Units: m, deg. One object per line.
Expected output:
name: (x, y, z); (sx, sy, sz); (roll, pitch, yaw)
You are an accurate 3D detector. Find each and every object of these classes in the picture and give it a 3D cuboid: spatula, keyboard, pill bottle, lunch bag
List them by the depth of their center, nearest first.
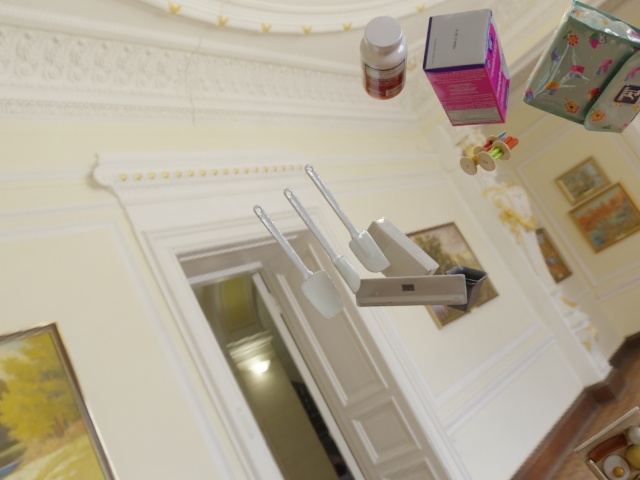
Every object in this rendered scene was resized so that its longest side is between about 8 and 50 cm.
spatula: (0.000, 0.000, 0.996); (0.168, 0.242, 0.019); (-39, 11, -15)
pill bottle: (0.114, -0.329, 1.016); (0.086, 0.086, 0.152); (-28, -19, -4)
lunch bag: (0.632, -0.379, 1.277); (0.160, 0.262, 0.223); (-55, -11, -45)
keyboard: (0.203, 0.117, 1.292); (0.256, 0.072, 0.014); (-4, 14, 17)

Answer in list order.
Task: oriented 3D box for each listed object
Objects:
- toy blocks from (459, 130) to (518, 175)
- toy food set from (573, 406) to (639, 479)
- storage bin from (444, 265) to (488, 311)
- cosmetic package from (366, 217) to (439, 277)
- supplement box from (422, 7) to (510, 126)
toy blocks: (0.424, -0.222, 1.354); (0.148, 0.054, 0.123); (-38, 12, -19)
toy food set: (0.905, 0.653, 1.581); (0.220, 0.306, 0.092); (-39, -12, 7)
storage bin: (0.365, 0.124, 1.449); (0.098, 0.091, 0.135); (15, 13, 27)
cosmetic package: (0.228, 0.048, 1.691); (0.085, 0.231, 0.117); (-17, -35, -53)
supplement box: (0.279, -0.313, 1.054); (0.114, 0.111, 0.220); (3, -15, 27)
